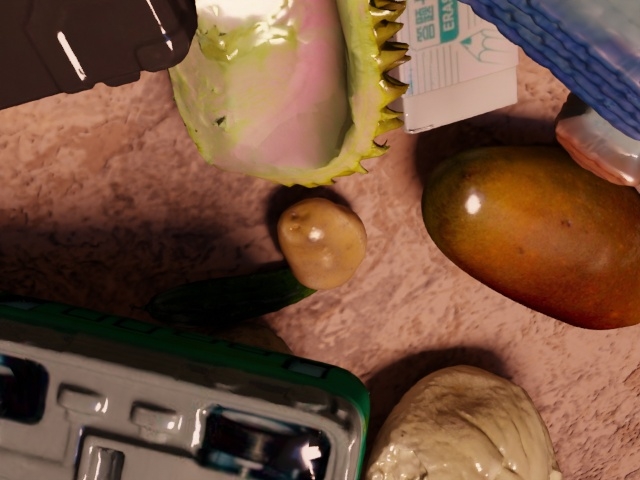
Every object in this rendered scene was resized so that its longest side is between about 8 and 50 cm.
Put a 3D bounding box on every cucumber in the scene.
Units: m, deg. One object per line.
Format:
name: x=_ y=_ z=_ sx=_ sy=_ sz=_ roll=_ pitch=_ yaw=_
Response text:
cucumber: x=-0.066 y=0.046 z=1.096 sx=0.167 sy=0.039 sz=0.039 roll=-12 pitch=130 yaw=-16

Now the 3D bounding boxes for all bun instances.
bun: x=0.131 y=0.225 z=1.203 sx=0.220 sy=0.134 sz=0.221 roll=-23 pitch=118 yaw=-51

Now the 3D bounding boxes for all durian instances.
durian: x=-0.036 y=-0.158 z=0.874 sx=0.169 sy=0.158 sz=0.352 roll=-18 pitch=135 yaw=-1

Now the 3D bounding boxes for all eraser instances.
eraser: x=0.086 y=-0.187 z=0.963 sx=0.095 sy=0.052 sz=0.225 roll=-17 pitch=131 yaw=-11

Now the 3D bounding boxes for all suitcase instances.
suitcase: x=-0.234 y=-0.155 z=0.799 sx=0.285 sy=0.066 sz=0.206 roll=-14 pitch=132 yaw=12

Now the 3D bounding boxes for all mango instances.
mango: x=0.182 y=-0.009 z=1.103 sx=0.267 sy=0.111 sz=0.133 roll=27 pitch=129 yaw=-37

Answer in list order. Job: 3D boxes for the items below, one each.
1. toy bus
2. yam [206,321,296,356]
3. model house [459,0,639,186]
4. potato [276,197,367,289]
toy bus: x=-0.136 y=0.144 z=0.973 sx=0.343 sy=0.199 sz=0.184 roll=13 pitch=100 yaw=5
yam: x=-0.035 y=0.203 z=1.181 sx=0.133 sy=0.133 sz=0.330 roll=-21 pitch=126 yaw=-6
model house: x=0.218 y=-0.206 z=0.888 sx=0.251 sy=0.295 sz=0.329 roll=32 pitch=141 yaw=-2
potato: x=0.000 y=0.000 z=1.071 sx=0.068 sy=0.062 sz=0.083 roll=-58 pitch=156 yaw=-11
